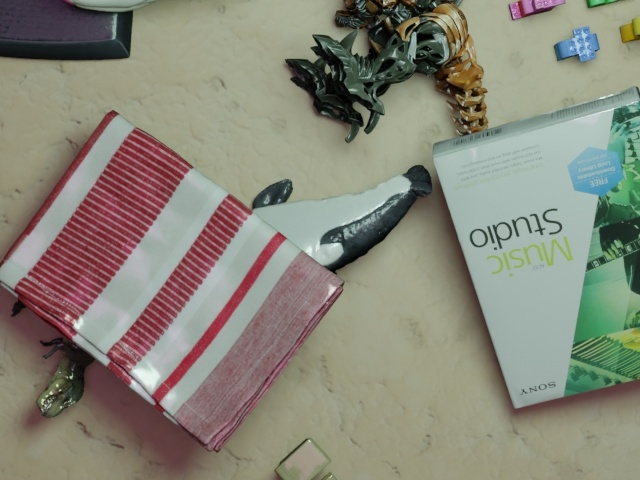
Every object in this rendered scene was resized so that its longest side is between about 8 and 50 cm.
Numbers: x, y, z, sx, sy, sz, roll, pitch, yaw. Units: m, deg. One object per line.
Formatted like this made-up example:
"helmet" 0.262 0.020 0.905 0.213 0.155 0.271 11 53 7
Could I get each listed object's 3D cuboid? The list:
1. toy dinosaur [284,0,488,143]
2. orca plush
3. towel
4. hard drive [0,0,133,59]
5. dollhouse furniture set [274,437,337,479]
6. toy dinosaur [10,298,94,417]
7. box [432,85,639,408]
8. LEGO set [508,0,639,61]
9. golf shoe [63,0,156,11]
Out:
"toy dinosaur" 0.094 -0.225 1.816 0.218 0.164 0.322 -33 71 -16
"orca plush" 0.000 0.000 1.857 0.287 0.102 0.151 -31 47 -5
"towel" -0.170 0.043 1.776 0.329 0.037 0.237 37 94 9
"hard drive" -0.339 -0.295 1.846 0.255 0.054 0.172 4 90 -1
"dollhouse furniture set" -0.009 0.344 1.836 0.161 0.101 0.182 -43 91 0
"toy dinosaur" -0.277 0.065 1.853 0.118 0.064 0.268 28 85 -4
"box" 0.279 0.014 1.790 0.232 0.058 0.322 -16 111 13
"LEGO set" 0.339 -0.258 1.840 0.227 0.093 0.087 -14 91 -1
"golf shoe" -0.145 -0.323 1.779 0.306 0.140 0.115 -15 97 -16
